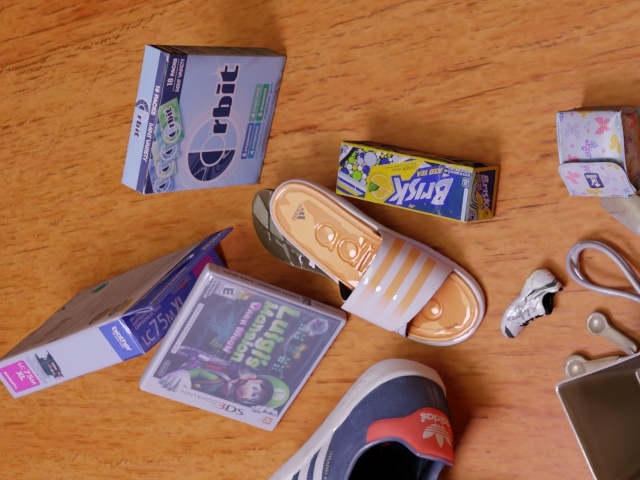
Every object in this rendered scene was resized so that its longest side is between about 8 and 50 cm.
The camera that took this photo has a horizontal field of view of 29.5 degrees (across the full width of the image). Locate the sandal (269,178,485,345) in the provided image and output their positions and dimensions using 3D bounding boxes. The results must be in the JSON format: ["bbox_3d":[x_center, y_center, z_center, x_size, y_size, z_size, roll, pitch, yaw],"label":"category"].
[{"bbox_3d":[0.043,0.031,1.278,0.265,0.076,0.102,32,114,14],"label":"sandal"}]

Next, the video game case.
[{"bbox_3d":[-0.090,0.126,1.385,0.190,0.173,0.022,-58,23,29],"label":"video game case"}]

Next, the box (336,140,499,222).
[{"bbox_3d":[0.099,-0.063,1.263,0.169,0.054,0.059,15,105,38],"label":"box"}]

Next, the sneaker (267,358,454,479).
[{"bbox_3d":[0.027,0.292,1.294,0.350,0.131,0.148,-60,28,28],"label":"sneaker"}]

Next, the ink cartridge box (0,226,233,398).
[{"bbox_3d":[-0.241,0.090,1.478,0.311,0.186,0.065,-24,105,40],"label":"ink cartridge box"}]

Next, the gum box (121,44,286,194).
[{"bbox_3d":[-0.128,-0.136,1.355,0.041,0.184,0.157,26,113,34],"label":"gum box"}]

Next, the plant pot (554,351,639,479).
[{"bbox_3d":[0.293,0.150,1.073,0.109,0.096,0.109,-31,79,46],"label":"plant pot"}]

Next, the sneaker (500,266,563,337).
[{"bbox_3d":[0.209,0.068,1.205,0.037,0.032,0.083,41,120,28],"label":"sneaker"}]

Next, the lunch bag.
[{"bbox_3d":[0.260,-0.081,1.130,0.071,0.053,0.083,5,106,41],"label":"lunch bag"}]

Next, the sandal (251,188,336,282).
[{"bbox_3d":[0.000,0.000,1.362,0.180,0.049,0.072,27,115,18],"label":"sandal"}]

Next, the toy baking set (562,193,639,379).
[{"bbox_3d":[0.311,0.080,1.124,0.197,0.030,0.256,10,102,38],"label":"toy baking set"}]
